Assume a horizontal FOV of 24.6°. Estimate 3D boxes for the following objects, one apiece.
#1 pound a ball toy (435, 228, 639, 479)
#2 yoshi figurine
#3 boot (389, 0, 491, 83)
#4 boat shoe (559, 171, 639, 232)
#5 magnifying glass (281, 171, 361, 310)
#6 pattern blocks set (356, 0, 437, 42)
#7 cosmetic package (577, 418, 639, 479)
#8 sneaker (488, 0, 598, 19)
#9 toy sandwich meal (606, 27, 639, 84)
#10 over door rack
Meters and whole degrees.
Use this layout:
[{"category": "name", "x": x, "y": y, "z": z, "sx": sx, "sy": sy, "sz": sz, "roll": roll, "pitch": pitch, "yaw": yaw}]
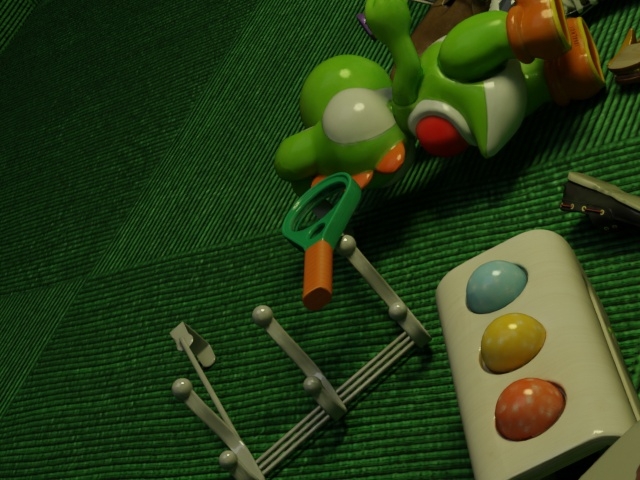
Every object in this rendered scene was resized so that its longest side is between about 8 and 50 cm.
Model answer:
[{"category": "pound a ball toy", "x": 0.138, "y": 0.143, "z": 1.141, "sx": 0.208, "sy": 0.136, "sz": 0.319, "roll": -28, "pitch": 29, "yaw": 14}, {"category": "yoshi figurine", "x": 0.108, "y": -0.174, "z": 1.587, "sx": 0.362, "sy": 0.204, "sz": 0.203, "roll": -24, "pitch": 4, "yaw": 21}, {"category": "boot", "x": 0.173, "y": -0.285, "z": 1.709, "sx": 0.112, "sy": 0.115, "sz": 0.305, "roll": 36, "pitch": 84, "yaw": 31}, {"category": "boat shoe", "x": 0.270, "y": -0.026, "z": 1.335, "sx": 0.133, "sy": 0.049, "sz": 0.042, "roll": 28, "pitch": 106, "yaw": 53}, {"category": "magnifying glass", "x": 0.000, "y": 0.000, "z": 1.447, "sx": 0.092, "sy": 0.026, "sz": 0.231, "roll": -34, "pitch": 20, "yaw": 18}, {"category": "pattern blocks set", "x": 0.178, "y": -0.365, "z": 1.835, "sx": 0.285, "sy": 0.026, "sz": 0.325, "roll": 37, "pitch": 83, "yaw": 35}, {"category": "cosmetic package", "x": 0.253, "y": 0.207, "z": 0.822, "sx": 0.129, "sy": 0.153, "sz": 0.296, "roll": -45, "pitch": 12, "yaw": -8}, {"category": "sneaker", "x": 0.295, "y": -0.291, "z": 1.617, "sx": 0.235, "sy": 0.094, "sz": 0.153, "roll": -39, "pitch": 17, "yaw": -15}, {"category": "toy sandwich meal", "x": 0.329, "y": -0.193, "z": 1.504, "sx": 0.085, "sy": 0.029, "sz": 0.085, "roll": -32, "pitch": 29, "yaw": 20}, {"category": "over door rack", "x": -0.043, "y": 0.087, "z": 1.519, "sx": 0.239, "sy": 0.108, "sz": 0.324, "roll": -41, "pitch": 27, "yaw": 3}]
